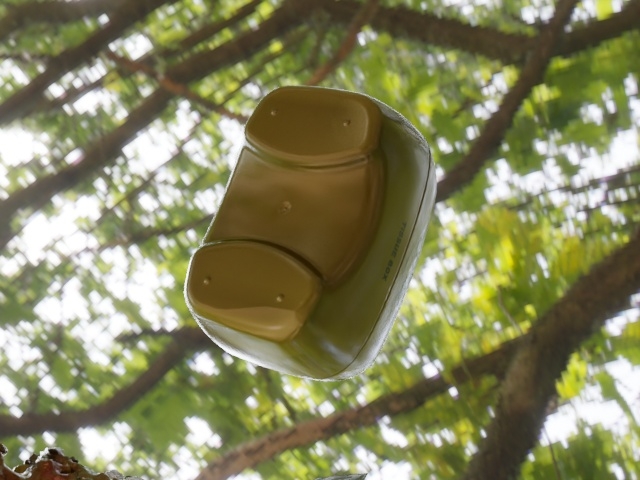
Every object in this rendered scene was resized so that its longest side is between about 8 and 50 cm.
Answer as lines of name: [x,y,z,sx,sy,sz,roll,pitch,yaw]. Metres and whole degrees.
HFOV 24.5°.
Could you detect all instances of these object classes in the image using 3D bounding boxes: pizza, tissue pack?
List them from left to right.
pizza: [-0.226,0.210,1.245,0.226,0.147,0.069,11,-104,-1]
tissue pack: [0.000,0.000,0.949,0.123,0.127,0.178,13,-107,29]

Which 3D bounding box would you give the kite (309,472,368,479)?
kite: [-0.058,0.269,1.234,0.015,0.141,0.245,58,-46,32]
